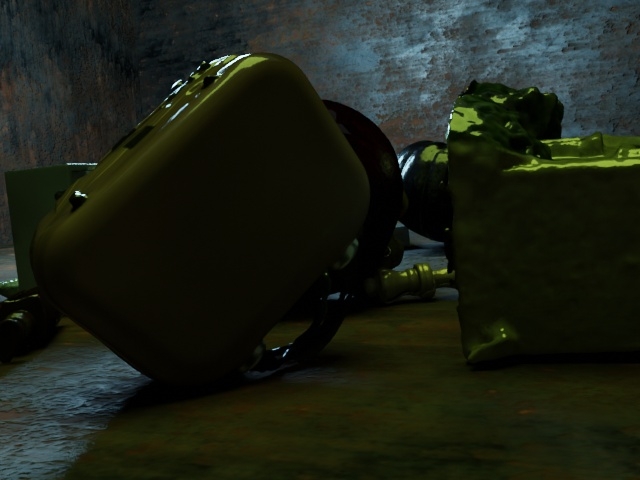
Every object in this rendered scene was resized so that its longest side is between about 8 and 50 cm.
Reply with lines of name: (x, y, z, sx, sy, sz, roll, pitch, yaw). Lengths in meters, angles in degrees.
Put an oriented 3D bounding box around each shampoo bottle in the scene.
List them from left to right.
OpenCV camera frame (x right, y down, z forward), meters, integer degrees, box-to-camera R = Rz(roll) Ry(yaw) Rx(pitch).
shampoo bottle: (-0.370, 0.100, 1.030, 0.067, 0.068, 0.236, -6, 3, -9)

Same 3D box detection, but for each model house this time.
model house: (0.278, -0.033, 0.796, 0.266, 0.261, 0.321, 0, 12, 22)

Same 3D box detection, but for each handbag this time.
handbag: (-0.086, 0.005, 0.776, 0.302, 0.283, 0.149, -48, 21, -18)

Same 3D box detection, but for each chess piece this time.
chess piece: (0.142, 0.054, 1.094, 0.172, 0.060, 0.060, -8, 5, -7)

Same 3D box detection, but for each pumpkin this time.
pumpkin: (0.280, -0.130, 1.712, 0.296, 0.295, 0.296, -5, 5, 0)

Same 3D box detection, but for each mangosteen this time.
mangosteen: (-0.015, -0.039, 1.133, 0.297, 0.293, 0.297, -37, 3, 2)

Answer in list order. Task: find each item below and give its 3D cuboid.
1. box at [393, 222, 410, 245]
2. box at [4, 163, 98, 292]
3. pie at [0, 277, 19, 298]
box: (0.001, 0.001, 1.839, 0.365, 0.051, 0.204, -7, 5, -7)
box: (-0.388, -0.007, 1.336, 0.118, 0.224, 0.225, -5, 4, 17)
pie: (-0.490, 0.081, 1.486, 0.187, 0.041, 0.187, -5, 4, 0)
